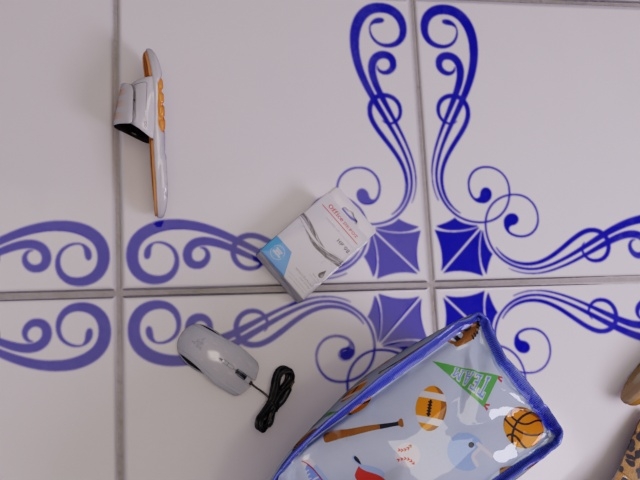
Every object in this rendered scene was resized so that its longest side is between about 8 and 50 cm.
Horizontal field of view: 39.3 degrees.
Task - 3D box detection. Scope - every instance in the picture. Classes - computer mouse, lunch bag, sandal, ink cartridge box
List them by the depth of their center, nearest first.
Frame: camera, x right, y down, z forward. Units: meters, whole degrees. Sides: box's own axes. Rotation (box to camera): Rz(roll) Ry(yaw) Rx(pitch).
[{"bbox_3d":[0.091,0.304,1.199,0.385,0.328,0.239,-31,77,-10],"label":"lunch bag"},{"bbox_3d":[-0.134,0.198,1.361,0.193,0.042,0.106,35,77,-4],"label":"computer mouse"},{"bbox_3d":[-0.276,-0.165,1.367,0.076,0.102,0.265,-3,83,-14],"label":"sandal"},{"bbox_3d":[0.000,0.000,1.412,0.180,0.060,0.104,-42,89,-15],"label":"ink cartridge box"}]

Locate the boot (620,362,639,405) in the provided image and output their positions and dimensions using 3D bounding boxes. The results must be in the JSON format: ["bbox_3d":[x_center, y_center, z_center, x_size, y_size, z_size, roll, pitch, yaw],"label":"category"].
[{"bbox_3d":[0.653,0.242,1.474,0.295,0.104,0.211,-37,88,-19],"label":"boot"}]

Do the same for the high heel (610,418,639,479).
[{"bbox_3d":[0.448,0.370,1.437,0.261,0.093,0.186,-4,63,-3],"label":"high heel"}]
